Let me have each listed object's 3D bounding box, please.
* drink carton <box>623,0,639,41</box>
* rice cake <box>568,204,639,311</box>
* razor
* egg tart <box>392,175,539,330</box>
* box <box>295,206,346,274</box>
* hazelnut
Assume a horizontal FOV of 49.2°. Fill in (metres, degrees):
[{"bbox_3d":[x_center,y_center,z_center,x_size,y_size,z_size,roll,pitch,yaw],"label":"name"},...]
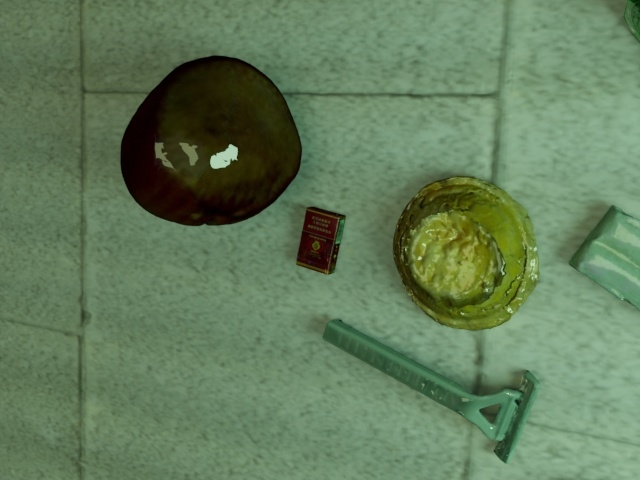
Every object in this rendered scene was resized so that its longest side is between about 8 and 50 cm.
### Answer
[{"bbox_3d":[0.396,-0.229,0.664,0.146,0.144,0.142,46,104,14],"label":"drink carton"},{"bbox_3d":[0.386,0.056,0.747,0.226,0.040,0.085,36,110,18],"label":"rice cake"},{"bbox_3d":[0.124,0.170,0.882,0.277,0.056,0.111,22,107,22],"label":"razor"},{"bbox_3d":[0.166,0.017,0.837,0.191,0.074,0.192,3,97,29],"label":"egg tart"},{"bbox_3d":[0.000,0.000,0.943,0.051,0.023,0.082,16,103,25],"label":"box"},{"bbox_3d":[-0.150,-0.119,0.905,0.229,0.229,0.230,3,97,26],"label":"hazelnut"}]
